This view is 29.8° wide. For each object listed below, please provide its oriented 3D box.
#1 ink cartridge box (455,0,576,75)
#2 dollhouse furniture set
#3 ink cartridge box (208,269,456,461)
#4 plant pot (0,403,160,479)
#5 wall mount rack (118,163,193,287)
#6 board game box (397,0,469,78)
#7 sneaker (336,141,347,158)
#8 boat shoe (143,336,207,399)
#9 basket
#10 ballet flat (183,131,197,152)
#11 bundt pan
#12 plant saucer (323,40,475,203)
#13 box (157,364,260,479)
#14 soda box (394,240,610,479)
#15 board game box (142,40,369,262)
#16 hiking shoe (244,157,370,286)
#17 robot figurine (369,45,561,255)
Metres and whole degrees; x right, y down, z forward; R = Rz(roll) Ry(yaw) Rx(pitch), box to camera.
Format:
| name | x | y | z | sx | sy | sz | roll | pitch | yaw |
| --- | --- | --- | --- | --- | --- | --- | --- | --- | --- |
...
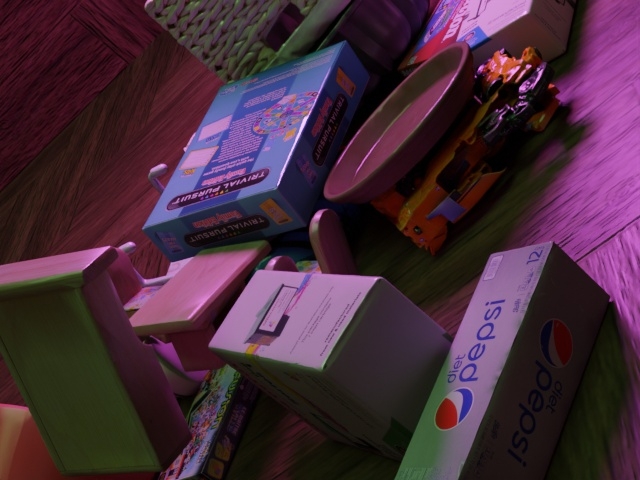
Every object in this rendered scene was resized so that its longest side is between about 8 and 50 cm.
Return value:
| name | x | y | z | sx | sy | sz | roll | pitch | yaw |
| --- | --- | --- | --- | --- | --- | --- | --- | --- | --- |
| ink cartridge box | 0.279 | -0.322 | 1.702 | 0.148 | 0.086 | 0.203 | -29 | 31 | 41 |
| dollhouse furniture set | -0.206 | 0.070 | 1.493 | 0.362 | 0.256 | 0.394 | -9 | 22 | 30 |
| ink cartridge box | 0.033 | 0.135 | 1.284 | 0.117 | 0.201 | 0.278 | -57 | 23 | -16 |
| plant pot | -0.382 | 0.381 | 1.625 | 0.275 | 0.275 | 0.243 | -18 | 49 | 52 |
| wall mount rack | -0.166 | -0.054 | 1.941 | 0.304 | 0.130 | 0.350 | -15 | 38 | 26 |
| board game box | 0.232 | -0.379 | 1.884 | 0.145 | 0.027 | 0.281 | -8 | 46 | 58 |
| sneaker | 0.007 | -0.103 | 1.871 | 0.128 | 0.087 | 0.221 | -32 | 16 | 16 |
| boat shoe | -0.268 | 0.211 | 1.864 | 0.158 | 0.127 | 0.340 | -55 | 14 | 5 |
| basket | -0.076 | -0.459 | 2.006 | 0.328 | 0.266 | 0.331 | -46 | 13 | 36 |
| ballet flat | -0.205 | -0.178 | 2.369 | 0.280 | 0.096 | 0.095 | -9 | 46 | 58 |
| bundt pan | 0.065 | -0.326 | 2.006 | 0.330 | 0.124 | 0.331 | -52 | 8 | 10 |
| plant saucer | 0.110 | -0.150 | 1.597 | 0.278 | 0.041 | 0.278 | -46 | 14 | 15 |
| box | -0.145 | 0.251 | 1.654 | 0.114 | 0.036 | 0.207 | -26 | 32 | 44 |
| soda box | 0.174 | 0.144 | 1.142 | 0.091 | 0.098 | 0.286 | -15 | 41 | 51 |
| board game box | -0.090 | -0.133 | 1.781 | 0.254 | 0.079 | 0.336 | -15 | 38 | 35 |
| hiking shoe | 0.000 | 0.000 | 1.735 | 0.304 | 0.113 | 0.132 | -42 | 53 | 4 |
| robot figurine | 0.193 | -0.126 | 1.555 | 0.291 | 0.085 | 0.211 | -49 | 22 | 4 |
